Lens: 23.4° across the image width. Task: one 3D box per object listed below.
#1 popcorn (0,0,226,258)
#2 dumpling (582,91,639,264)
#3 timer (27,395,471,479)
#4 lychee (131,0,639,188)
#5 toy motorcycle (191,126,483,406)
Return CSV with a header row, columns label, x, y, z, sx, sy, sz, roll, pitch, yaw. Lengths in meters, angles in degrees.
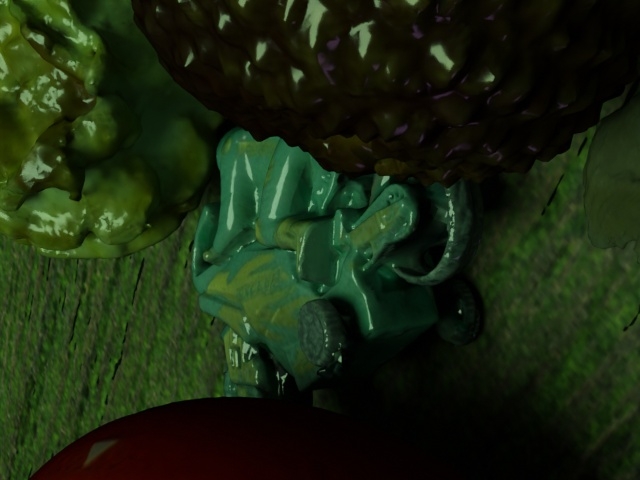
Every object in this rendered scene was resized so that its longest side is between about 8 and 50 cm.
label,x,y,z,sx,sy,sz,roll,pitch,yaw
popcorn,-0.159,-0.098,1.020,0.204,0.184,0.221,-1,92,39
dumpling,0.219,-0.068,0.628,0.332,0.086,0.166,122,152,-47
timer,-0.023,0.258,0.876,0.378,0.279,0.378,18,145,14
lychee,0.039,-0.156,0.695,0.267,0.267,0.267,26,125,43
toy motorcycle,0.001,-0.001,0.935,0.296,0.109,0.198,-44,60,50
